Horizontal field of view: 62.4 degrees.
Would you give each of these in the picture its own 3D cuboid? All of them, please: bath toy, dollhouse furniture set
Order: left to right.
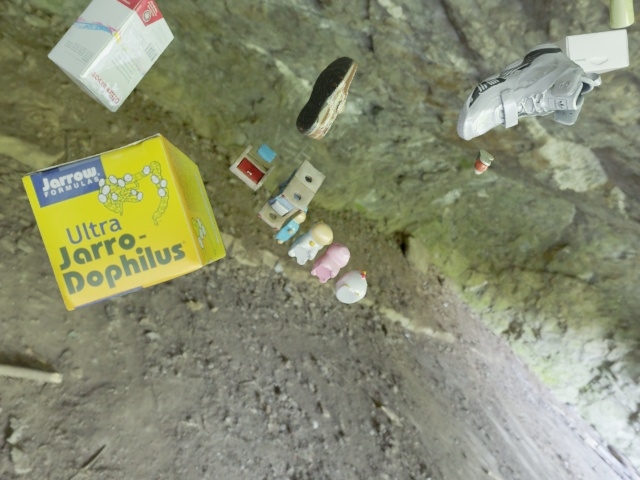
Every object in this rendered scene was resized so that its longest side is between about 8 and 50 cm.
[{"bbox_3d":[-0.115,-0.143,1.253,0.184,0.129,0.129,40,52,-14],"label":"dollhouse furniture set"},{"bbox_3d":[0.027,0.047,1.680,0.348,0.151,0.129,46,41,-15],"label":"bath toy"}]

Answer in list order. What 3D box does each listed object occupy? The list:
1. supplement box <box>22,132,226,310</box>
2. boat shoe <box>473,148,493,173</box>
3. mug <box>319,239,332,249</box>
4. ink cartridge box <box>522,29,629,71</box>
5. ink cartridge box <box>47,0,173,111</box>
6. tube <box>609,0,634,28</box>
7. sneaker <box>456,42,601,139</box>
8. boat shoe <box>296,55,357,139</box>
[{"bbox_3d":[-0.290,-0.027,0.878,0.356,0.194,0.195,-168,-120,-86],"label":"supplement box"},{"bbox_3d":[0.469,-0.228,1.530,0.049,0.043,0.137,34,31,3],"label":"boat shoe"},{"bbox_3d":[-0.003,0.001,1.824,0.078,0.064,0.062,20,40,5],"label":"mug"},{"bbox_3d":[0.817,-0.584,1.714,0.273,0.198,0.114,-134,-144,-80],"label":"ink cartridge box"},{"bbox_3d":[-0.337,-0.319,0.866,0.072,0.175,0.127,34,-8,8],"label":"ink cartridge box"},{"bbox_3d":[0.834,-0.721,1.474,0.070,0.062,0.240,-125,-168,-62],"label":"tube"},{"bbox_3d":[0.555,-0.373,1.418,0.210,0.366,0.137,50,-3,41],"label":"sneaker"},{"bbox_3d":[0.033,-0.522,1.966,0.122,0.324,0.120,39,9,38],"label":"boat shoe"}]
